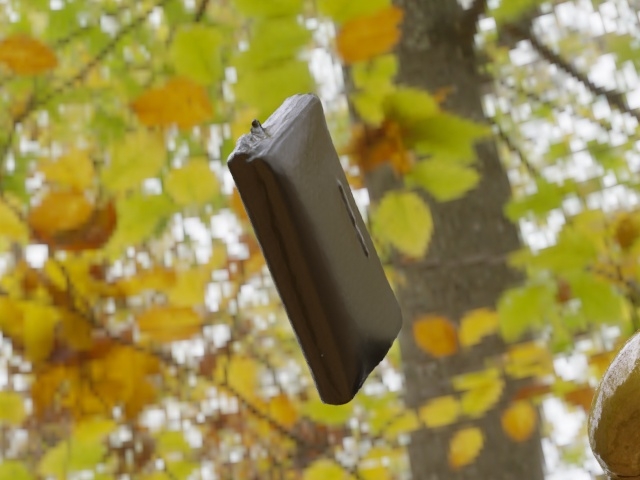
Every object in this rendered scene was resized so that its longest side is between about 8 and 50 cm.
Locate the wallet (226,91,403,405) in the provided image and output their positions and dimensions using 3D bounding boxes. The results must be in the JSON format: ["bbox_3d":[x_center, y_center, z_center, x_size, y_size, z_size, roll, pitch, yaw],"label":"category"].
[{"bbox_3d":[0.000,0.000,1.631,0.044,0.149,0.250,-9,-67,29],"label":"wallet"}]

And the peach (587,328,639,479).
[{"bbox_3d":[0.377,0.181,1.873,0.251,0.153,0.251,13,-61,24],"label":"peach"}]
